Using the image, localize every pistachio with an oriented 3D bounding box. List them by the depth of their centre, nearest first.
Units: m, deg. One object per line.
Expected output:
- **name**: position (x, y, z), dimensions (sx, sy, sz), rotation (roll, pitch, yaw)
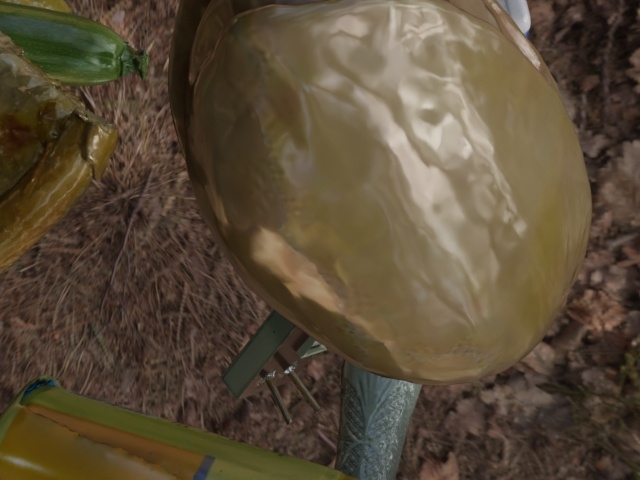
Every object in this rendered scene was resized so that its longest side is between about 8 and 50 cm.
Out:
- **pistachio**: position (0.036, -0.030, 0.499), dimensions (0.181, 0.162, 0.293), rotation (-29, 130, 12)

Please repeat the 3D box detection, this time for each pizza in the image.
- **pizza**: position (-0.300, -0.059, 0.749), dimensions (0.323, 0.089, 0.223), rotation (-28, 68, 17)

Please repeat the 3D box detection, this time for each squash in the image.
- **squash**: position (-0.433, -0.276, 1.400), dimensions (0.394, 0.107, 0.107), rotation (9, 91, -4)

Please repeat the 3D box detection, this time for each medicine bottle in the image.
- **medicine bottle**: position (-0.078, 0.169, 0.596), dimensions (0.238, 0.124, 0.124), rotation (16, 89, 11)

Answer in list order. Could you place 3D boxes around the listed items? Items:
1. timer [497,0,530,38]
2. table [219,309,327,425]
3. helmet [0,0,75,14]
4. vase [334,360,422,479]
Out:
- **timer**: position (0.232, -0.387, 1.452), dimensions (0.078, 0.178, 0.254), rotation (-15, 80, 6)
- **table**: position (-0.004, 0.134, 1.334), dimensions (0.111, 0.121, 0.240), rotation (49, 122, 20)
- **helmet**: position (-0.498, -0.363, 1.656), dimensions (0.256, 0.205, 0.140), rotation (-19, 111, -4)
- **vase**: position (0.051, 0.234, 1.101), dimensions (0.096, 0.096, 0.219), rotation (23, 50, -11)
